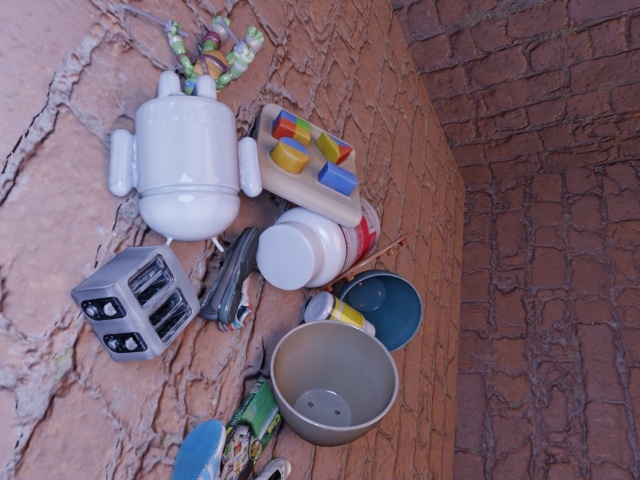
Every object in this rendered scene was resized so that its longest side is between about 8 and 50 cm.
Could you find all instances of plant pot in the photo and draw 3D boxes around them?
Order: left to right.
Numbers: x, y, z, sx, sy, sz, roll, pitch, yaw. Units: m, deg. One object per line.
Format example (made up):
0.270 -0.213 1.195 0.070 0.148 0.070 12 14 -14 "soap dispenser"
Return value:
0.182 0.219 1.681 0.195 0.290 0.290 -114 -173 -72 "plant pot"

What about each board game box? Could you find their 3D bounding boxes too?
-0.180 0.480 1.184 0.259 0.030 0.136 -51 126 -52 "board game box"

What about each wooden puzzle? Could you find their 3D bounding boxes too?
-0.019 -0.226 1.330 0.322 0.080 0.347 25 41 -21 "wooden puzzle"

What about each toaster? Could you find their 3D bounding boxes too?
-0.330 0.109 0.904 0.185 0.110 0.168 -53 131 -51 "toaster"

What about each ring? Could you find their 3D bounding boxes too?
0.140 0.076 1.540 0.032 0.337 0.337 58 30 4 "ring"

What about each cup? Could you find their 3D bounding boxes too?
0.021 0.415 1.314 0.331 0.331 0.236 -58 164 -48 "cup"

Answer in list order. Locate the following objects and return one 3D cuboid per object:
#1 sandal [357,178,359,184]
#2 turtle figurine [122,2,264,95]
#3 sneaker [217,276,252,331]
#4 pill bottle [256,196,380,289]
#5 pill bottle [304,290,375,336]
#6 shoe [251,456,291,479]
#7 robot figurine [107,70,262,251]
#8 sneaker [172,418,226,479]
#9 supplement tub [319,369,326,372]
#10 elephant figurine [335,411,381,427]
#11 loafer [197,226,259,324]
0.038 -0.208 1.622 0.169 0.102 0.416 55 16 11 "sandal"
-0.237 -0.454 1.099 0.266 0.198 0.274 -69 145 -46 "turtle figurine"
-0.190 0.148 1.182 0.057 0.075 0.161 55 40 -41 "sneaker"
0.000 0.000 1.397 0.408 0.229 0.228 -25 107 -59 "pill bottle"
0.063 0.254 1.504 0.209 0.119 0.119 35 51 -25 "pill bottle"
-0.129 0.609 1.216 0.219 0.058 0.076 -3 87 -61 "shoe"
-0.266 -0.150 0.978 0.300 0.200 0.353 -3 86 -20 "robot figurine"
-0.249 0.490 1.010 0.092 0.088 0.228 52 48 -53 "sneaker"
0.006 0.361 1.497 0.071 0.071 0.107 55 41 -41 "supplement tub"
0.128 0.556 1.628 0.239 0.186 0.169 -57 176 -35 "elephant figurine"
-0.216 0.069 1.149 0.096 0.084 0.267 86 14 -51 "loafer"
